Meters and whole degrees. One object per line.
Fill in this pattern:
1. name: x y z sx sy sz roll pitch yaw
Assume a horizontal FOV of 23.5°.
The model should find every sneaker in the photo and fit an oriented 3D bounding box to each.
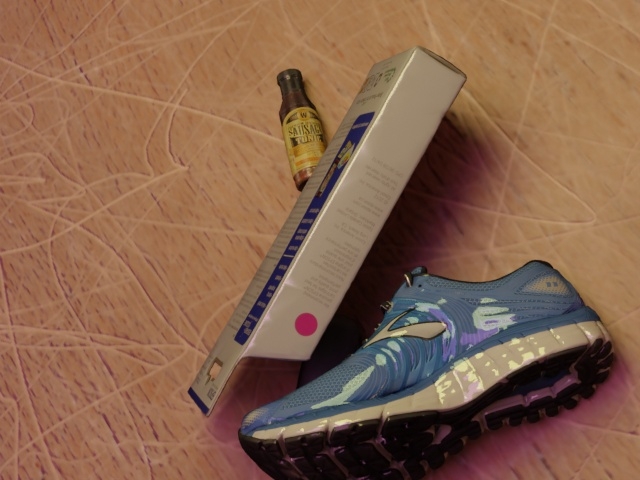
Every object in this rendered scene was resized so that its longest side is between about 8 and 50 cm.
1. sneaker: 0.082 0.114 1.356 0.330 0.130 0.147 -21 51 -1

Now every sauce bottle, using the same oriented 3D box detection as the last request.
1. sauce bottle: -0.019 -0.111 1.535 0.042 0.042 0.128 -24 66 20

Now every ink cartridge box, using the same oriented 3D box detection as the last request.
1. ink cartridge box: 0.000 0.000 1.405 0.069 0.176 0.371 32 86 -9

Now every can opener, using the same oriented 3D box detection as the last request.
1. can opener: 0.009 0.213 1.415 0.095 0.076 0.283 13 79 -2
